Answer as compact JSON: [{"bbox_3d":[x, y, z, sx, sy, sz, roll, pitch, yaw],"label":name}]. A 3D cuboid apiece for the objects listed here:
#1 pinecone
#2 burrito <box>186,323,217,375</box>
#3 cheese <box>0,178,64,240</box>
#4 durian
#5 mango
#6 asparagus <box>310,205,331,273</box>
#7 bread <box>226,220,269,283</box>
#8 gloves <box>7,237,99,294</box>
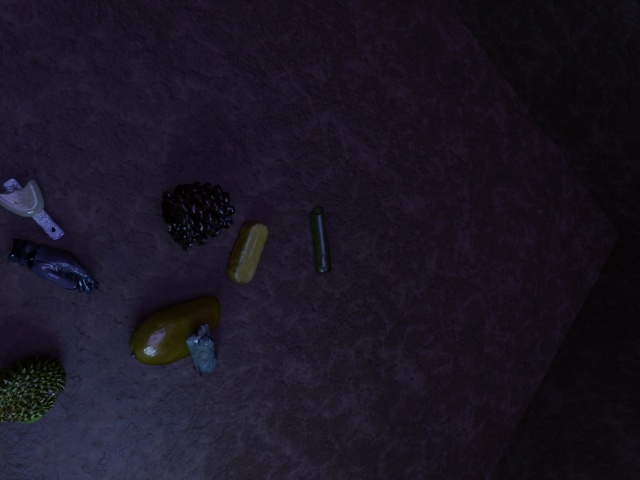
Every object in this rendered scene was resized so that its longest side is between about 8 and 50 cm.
[{"bbox_3d":[-0.429,-0.096,1.635,0.272,0.224,0.224,-37,108,-41],"label":"pinecone"},{"bbox_3d":[-0.406,0.392,1.650,0.096,0.309,0.066,-35,63,-29],"label":"burrito"},{"bbox_3d":[-0.910,-0.097,1.489,0.127,0.050,0.235,-40,107,-20],"label":"cheese"},{"bbox_3d":[-0.881,0.444,1.428,0.200,0.237,0.176,-4,88,-10],"label":"durian"},{"bbox_3d":[-0.501,0.323,1.651,0.332,0.142,0.195,-16,113,-34],"label":"mango"},{"bbox_3d":[0.001,0.000,1.927,0.067,0.060,0.277,-11,96,-15],"label":"asparagus"},{"bbox_3d":[-0.273,0.044,1.781,0.102,0.094,0.245,22,83,-34],"label":"bread"},{"bbox_3d":[-0.841,0.085,1.490,0.286,0.142,0.119,36,105,-23],"label":"gloves"}]
